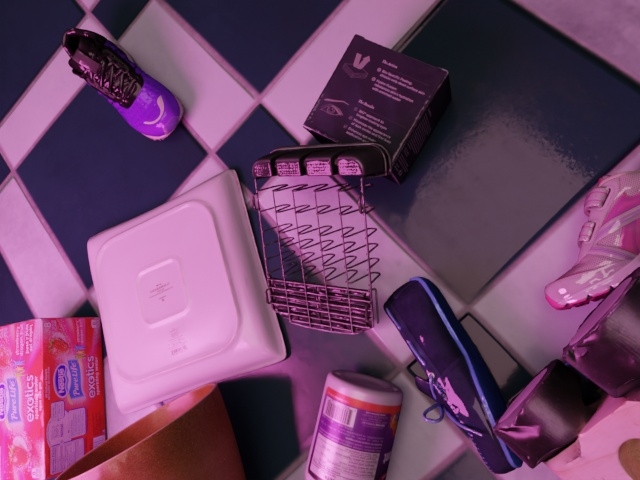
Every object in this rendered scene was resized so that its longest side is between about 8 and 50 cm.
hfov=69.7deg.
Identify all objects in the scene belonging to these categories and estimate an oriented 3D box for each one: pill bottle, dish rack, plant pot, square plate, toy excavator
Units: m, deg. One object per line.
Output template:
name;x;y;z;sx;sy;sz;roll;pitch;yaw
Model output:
pill bottle;0.040;0.284;0.620;0.108;0.108;0.194;12;86;22
dish rack;0.000;0.000;0.671;0.208;0.074;0.272;5;108;34
plant pot;-0.198;0.377;0.648;0.237;0.237;0.255;-28;87;14
square plate;-0.259;0.088;0.798;0.347;0.049;0.344;-23;74;16
toy excavator;0.437;0.062;0.460;0.222;0.445;0.433;40;136;25

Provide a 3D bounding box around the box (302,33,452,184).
box;0.087;-0.193;0.688;0.156;0.093;0.158;32;94;21

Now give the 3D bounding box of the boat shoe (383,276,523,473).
boat shoe;0.168;0.175;0.607;0.089;0.109;0.258;-35;55;20

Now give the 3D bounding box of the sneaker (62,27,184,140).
sneaker;-0.385;-0.299;0.856;0.293;0.146;0.102;42;97;22

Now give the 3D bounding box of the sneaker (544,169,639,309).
sneaker;0.363;-0.017;0.559;0.252;0.103;0.111;-42;65;3

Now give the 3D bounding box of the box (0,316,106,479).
box;-0.473;0.268;0.806;0.122;0.128;0.257;-13;78;18
